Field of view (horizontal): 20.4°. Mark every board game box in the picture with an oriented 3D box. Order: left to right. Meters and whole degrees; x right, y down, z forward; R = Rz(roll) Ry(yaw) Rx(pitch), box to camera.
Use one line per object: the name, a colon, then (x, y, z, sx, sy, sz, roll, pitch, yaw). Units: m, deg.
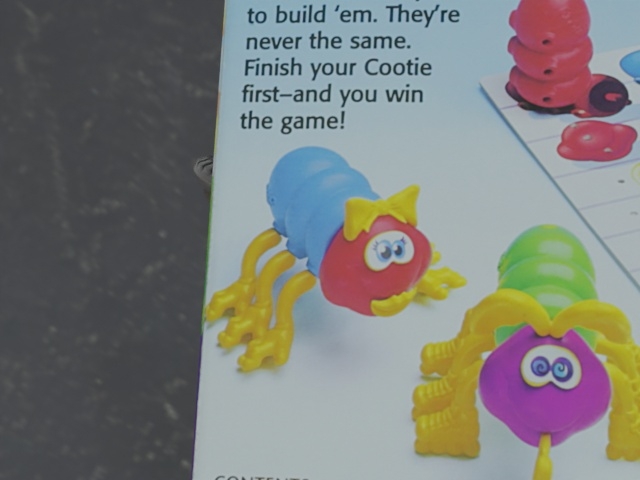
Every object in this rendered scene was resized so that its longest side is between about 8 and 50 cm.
board game box: (0.055, -0.018, 0.428, 0.144, 0.142, 0.275, 2, 76, 8)

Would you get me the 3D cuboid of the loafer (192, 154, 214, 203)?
loafer: (0.000, 0.000, 1.278, 0.134, 0.130, 0.366, -16, 14, -12)
